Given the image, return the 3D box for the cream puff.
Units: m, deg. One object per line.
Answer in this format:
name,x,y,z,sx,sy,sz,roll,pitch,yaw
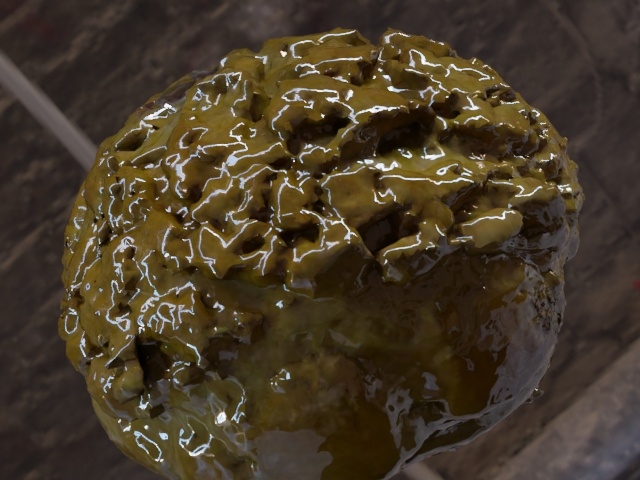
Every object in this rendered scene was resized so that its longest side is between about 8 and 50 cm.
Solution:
cream puff,0.001,-0.001,0.367,0.144,0.103,0.126,-16,33,-12
